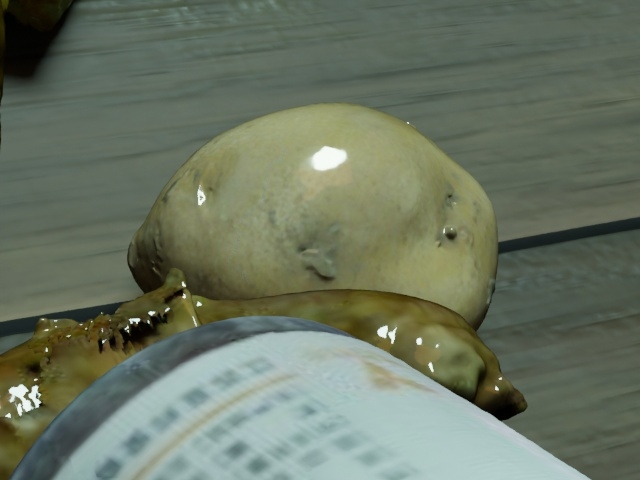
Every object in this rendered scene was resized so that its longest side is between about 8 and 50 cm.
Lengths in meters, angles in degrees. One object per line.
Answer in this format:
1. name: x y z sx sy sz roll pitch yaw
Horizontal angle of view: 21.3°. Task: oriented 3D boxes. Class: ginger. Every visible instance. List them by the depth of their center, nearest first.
1. ginger: -0.096 0.068 0.547 0.309 0.133 0.107 -2 36 -32

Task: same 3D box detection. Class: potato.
1. potato: 0.002 0.000 0.670 0.147 0.112 0.112 4 44 -25

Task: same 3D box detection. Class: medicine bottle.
1. medicine bottle: 0.039 0.136 0.405 0.165 0.165 0.273 -15 27 -31

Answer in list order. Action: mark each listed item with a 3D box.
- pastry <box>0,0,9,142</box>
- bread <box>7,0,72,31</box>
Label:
1. pastry: -0.220 -0.068 0.566 0.235 0.240 0.132 2 50 -15
2. bread: -0.185 -0.168 0.775 0.172 0.103 0.132 14 43 -4
